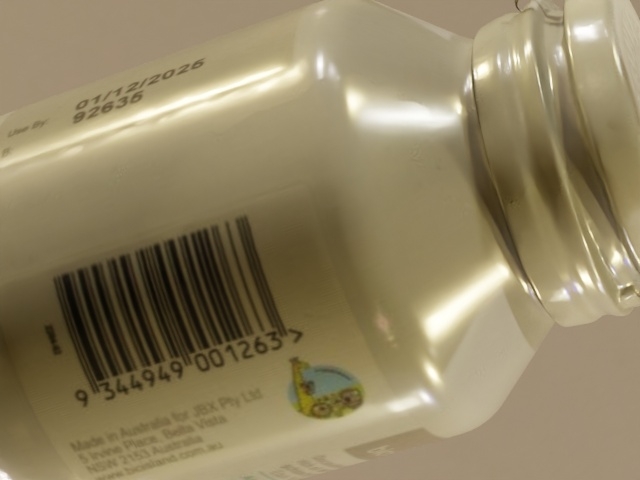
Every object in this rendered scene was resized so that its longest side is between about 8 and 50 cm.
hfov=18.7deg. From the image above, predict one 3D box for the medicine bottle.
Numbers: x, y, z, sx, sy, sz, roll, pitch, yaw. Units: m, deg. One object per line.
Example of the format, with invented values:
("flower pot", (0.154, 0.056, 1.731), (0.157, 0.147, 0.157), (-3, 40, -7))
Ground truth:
("medicine bottle", (0.000, 0.000, 0.581), (0.215, 0.135, 0.135), (-17, -86, 17))
